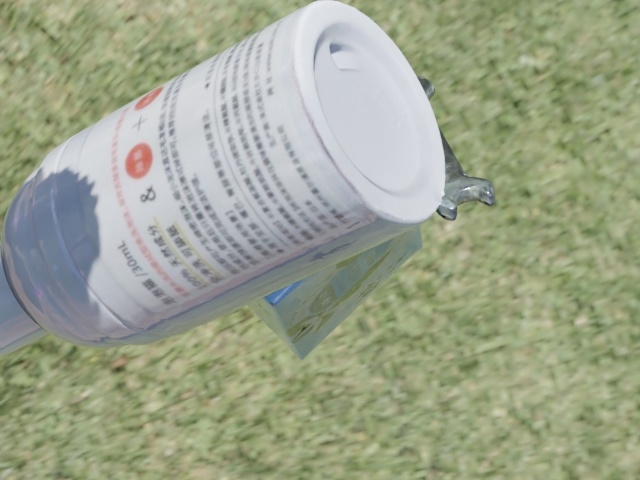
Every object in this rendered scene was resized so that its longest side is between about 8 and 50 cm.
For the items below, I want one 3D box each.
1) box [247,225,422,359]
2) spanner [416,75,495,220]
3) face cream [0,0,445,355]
[{"bbox_3d":[0.000,0.000,1.436,0.142,0.232,0.083,-44,76,-6],"label":"box"},{"bbox_3d":[0.097,-0.084,1.586,0.054,0.254,0.015,-16,120,-2],"label":"spanner"},{"bbox_3d":[-0.109,-0.010,1.165,0.145,0.370,0.145,33,45,-40],"label":"face cream"}]
